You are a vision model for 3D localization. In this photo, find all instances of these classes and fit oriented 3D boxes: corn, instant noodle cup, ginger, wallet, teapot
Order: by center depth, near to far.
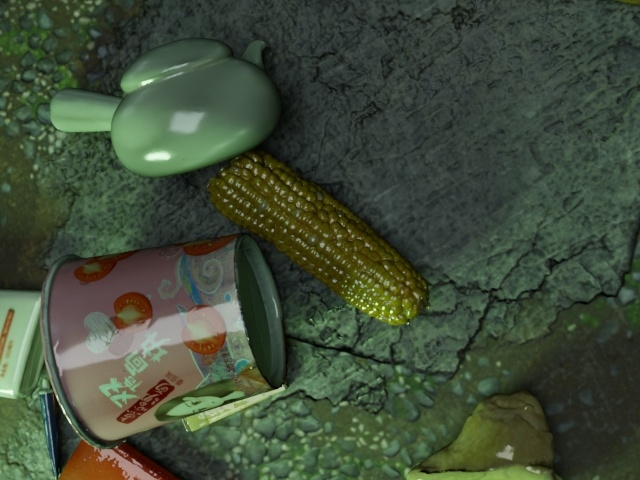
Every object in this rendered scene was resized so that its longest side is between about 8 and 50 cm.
[{"bbox_3d":[-0.175,0.110,1.243,0.231,0.243,0.243,-13,88,11],"label":"instant noodle cup"},{"bbox_3d":[0.187,0.249,1.244,0.193,0.115,0.123,-11,67,20],"label":"ginger"},{"bbox_3d":[-0.204,-0.152,1.262,0.318,0.220,0.149,-15,99,12],"label":"teapot"},{"bbox_3d":[0.002,-0.004,1.274,0.313,0.102,0.102,36,98,6],"label":"corn"},{"bbox_3d":[-0.246,0.349,1.361,0.204,0.045,0.142,30,99,11],"label":"wallet"}]

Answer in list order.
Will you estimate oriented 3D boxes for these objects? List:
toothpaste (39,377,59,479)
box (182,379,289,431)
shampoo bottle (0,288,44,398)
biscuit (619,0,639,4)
[{"bbox_3d":[-0.360,0.253,1.393,0.021,0.037,0.140,-7,86,-12],"label":"toothpaste"},{"bbox_3d":[-0.120,0.186,1.341,0.149,0.020,0.073,-25,86,12],"label":"box"},{"bbox_3d":[-0.503,0.110,1.401,0.284,0.071,0.153,13,92,11],"label":"shampoo bottle"},{"bbox_3d":[0.379,-0.382,1.207,0.225,0.042,0.226,0,90,12],"label":"biscuit"}]
